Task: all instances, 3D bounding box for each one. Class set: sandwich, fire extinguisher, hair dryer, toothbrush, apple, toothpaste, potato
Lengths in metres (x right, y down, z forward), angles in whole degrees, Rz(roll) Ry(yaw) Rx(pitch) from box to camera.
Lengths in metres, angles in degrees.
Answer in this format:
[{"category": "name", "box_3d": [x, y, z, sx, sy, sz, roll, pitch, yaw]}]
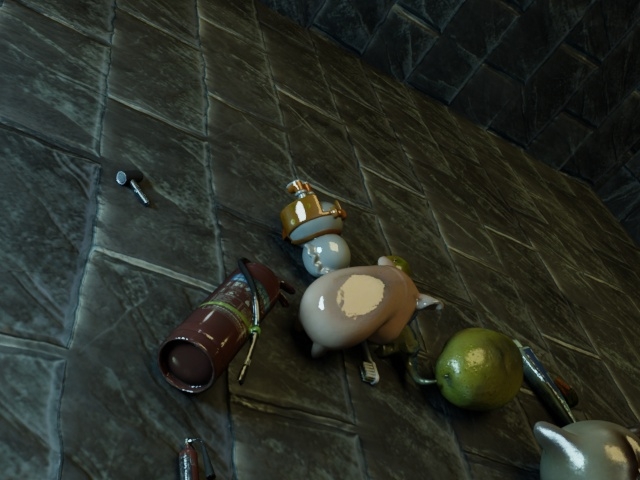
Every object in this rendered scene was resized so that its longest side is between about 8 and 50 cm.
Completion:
[{"category": "sandwich", "box_3d": [0.570, 0.359, 1.631, 0.069, 0.026, 0.101, 62, -5, -17]}, {"category": "fire extinguisher", "box_3d": [-0.131, 0.125, 1.137, 0.141, 0.105, 0.341, 51, 28, -6]}, {"category": "hair dryer", "box_3d": [-0.341, -0.098, 1.307, 0.083, 0.026, 0.047, 50, 31, 16]}, {"category": "toothbrush", "box_3d": [0.067, 0.152, 1.405, 0.030, 0.025, 0.342, 20, 33, -26]}, {"category": "apple", "box_3d": [0.158, 0.075, 1.574, 0.090, 0.074, 0.089, 12, 24, -6]}, {"category": "toothpaste", "box_3d": [0.524, 0.341, 1.621, 0.047, 0.069, 0.268, -17, 55, -18]}, {"category": "potato", "box_3d": [0.317, 0.257, 1.395, 0.248, 0.144, 0.169, 4, 63, -51]}, {"category": "fire extinguisher", "box_3d": [-0.162, 0.291, 0.906, 0.032, 0.046, 0.100, 34, 26, -35]}]

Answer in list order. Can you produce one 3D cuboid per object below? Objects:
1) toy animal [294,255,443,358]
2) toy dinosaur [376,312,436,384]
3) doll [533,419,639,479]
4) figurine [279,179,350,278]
[{"category": "toy animal", "box_3d": [0.077, 0.116, 1.279, 0.250, 0.154, 0.166, -14, 59, -37]}, {"category": "toy dinosaur", "box_3d": [0.191, 0.207, 1.421, 0.188, 0.075, 0.247, 12, 30, -44]}, {"category": "doll", "box_3d": [0.583, 0.458, 1.346, 0.370, 0.226, 0.214, 17, 72, -41]}, {"category": "figurine", "box_3d": [0.006, -0.007, 1.448, 0.143, 0.143, 0.271, -1, 46, -50]}]
